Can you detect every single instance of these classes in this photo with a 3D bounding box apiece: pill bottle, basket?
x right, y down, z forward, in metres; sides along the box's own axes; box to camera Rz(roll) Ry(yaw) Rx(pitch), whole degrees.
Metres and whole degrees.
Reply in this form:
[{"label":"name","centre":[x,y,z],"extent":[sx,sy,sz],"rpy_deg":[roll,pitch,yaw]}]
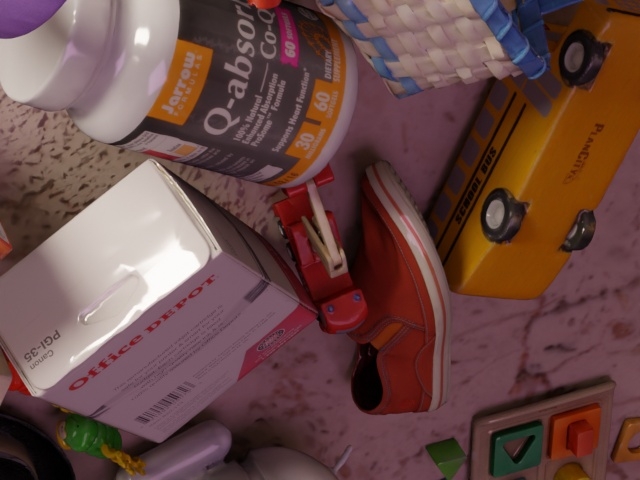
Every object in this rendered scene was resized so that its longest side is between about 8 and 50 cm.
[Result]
[{"label":"pill bottle","centre":[-0.119,-0.147,1.650],"extent":[0.278,0.162,0.162],"rpy_deg":[13,118,-36]},{"label":"basket","centre":[0.143,-0.258,1.648],"extent":[0.289,0.201,0.255],"rpy_deg":[-15,148,17]}]

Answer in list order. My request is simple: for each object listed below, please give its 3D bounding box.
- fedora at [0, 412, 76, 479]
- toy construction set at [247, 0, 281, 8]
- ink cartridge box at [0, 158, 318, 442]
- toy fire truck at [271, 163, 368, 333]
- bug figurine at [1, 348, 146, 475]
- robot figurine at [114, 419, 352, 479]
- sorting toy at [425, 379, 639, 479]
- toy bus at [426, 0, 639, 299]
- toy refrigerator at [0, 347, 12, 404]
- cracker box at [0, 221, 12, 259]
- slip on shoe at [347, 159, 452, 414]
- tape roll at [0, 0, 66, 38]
[{"label":"fedora","centre":[-0.378,0.321,1.892],"extent":[0.334,0.152,0.334],"rpy_deg":[-15,130,-18]},{"label":"toy construction set","centre":[-0.097,-0.336,1.523],"extent":[0.215,0.151,0.328],"rpy_deg":[-15,116,-19]},{"label":"ink cartridge box","centre":[-0.148,0.060,1.760],"extent":[0.207,0.117,0.283],"rpy_deg":[-38,158,5]},{"label":"toy fire truck","centre":[0.000,0.000,1.838],"extent":[0.047,0.135,0.192],"rpy_deg":[-22,96,-10]},{"label":"bug figurine","centre":[-0.241,0.227,1.854],"extent":[0.072,0.279,0.216],"rpy_deg":[-19,153,21]},{"label":"robot figurine","centre":[-0.103,0.338,2.021],"extent":[0.353,0.200,0.300],"rpy_deg":[-23,104,-10]},{"label":"sorting toy","centre":[0.261,0.260,2.259],"extent":[0.347,0.047,0.196],"rpy_deg":[-14,131,-19]},{"label":"toy bus","centre":[0.220,-0.094,1.896],"extent":[0.108,0.130,0.333],"rpy_deg":[7,122,-31]},{"label":"toy refrigerator","centre":[-0.423,0.111,1.735],"extent":[0.269,0.102,0.094],"rpy_deg":[9,120,-34]},{"label":"cracker box","centre":[-0.353,-0.025,1.572],"extent":[0.156,0.232,0.067],"rpy_deg":[-41,132,6]},{"label":"slip on shoe","centre":[0.067,0.060,1.953],"extent":[0.101,0.123,0.331],"rpy_deg":[-17,136,-11]},{"label":"tape roll","centre":[-0.233,-0.287,1.397],"extent":[0.090,0.275,0.275],"rpy_deg":[12,119,-36]}]
